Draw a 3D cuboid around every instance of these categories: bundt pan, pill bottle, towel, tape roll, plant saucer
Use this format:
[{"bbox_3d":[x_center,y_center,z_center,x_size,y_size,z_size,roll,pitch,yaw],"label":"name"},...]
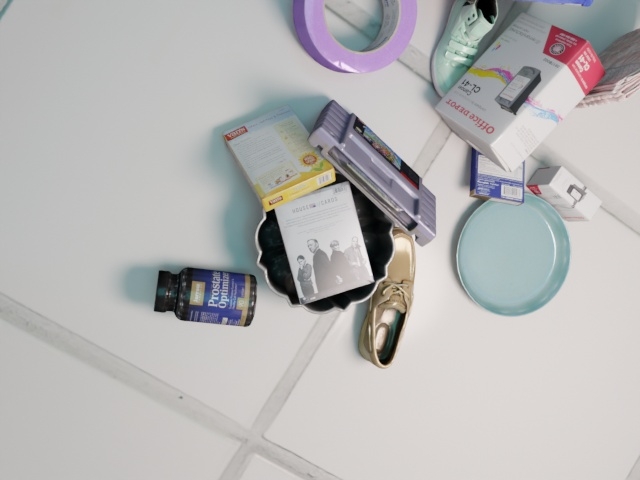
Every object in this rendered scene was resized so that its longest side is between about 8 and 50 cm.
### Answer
[{"bbox_3d":[0.000,0.000,1.607,0.331,0.124,0.330,-1,95,-13],"label":"bundt pan"},{"bbox_3d":[-0.260,0.126,1.558,0.219,0.123,0.122,7,93,-13],"label":"pill bottle"},{"bbox_3d":[0.723,-0.424,1.631,0.317,0.332,0.053,-38,102,-6],"label":"towel"},{"bbox_3d":[0.079,-0.523,1.575,0.275,0.090,0.274,-5,105,-18],"label":"tape roll"},{"bbox_3d":[0.488,0.035,1.761,0.318,0.044,0.317,-1,95,-12],"label":"plant saucer"}]

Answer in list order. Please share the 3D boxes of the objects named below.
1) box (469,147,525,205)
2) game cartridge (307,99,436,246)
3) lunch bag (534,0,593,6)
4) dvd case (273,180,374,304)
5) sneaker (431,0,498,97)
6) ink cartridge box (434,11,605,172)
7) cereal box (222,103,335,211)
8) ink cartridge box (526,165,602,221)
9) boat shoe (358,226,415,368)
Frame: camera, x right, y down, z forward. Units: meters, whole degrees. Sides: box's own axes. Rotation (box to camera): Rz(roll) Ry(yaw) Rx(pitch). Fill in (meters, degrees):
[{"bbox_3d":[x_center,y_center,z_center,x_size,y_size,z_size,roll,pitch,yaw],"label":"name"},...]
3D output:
[{"bbox_3d":[0.443,-0.206,1.716,0.136,0.036,0.225,9,77,-13],"label":"box"},{"bbox_3d":[0.131,-0.163,1.577,0.355,0.230,0.068,42,120,-13],"label":"game cartridge"},{"bbox_3d":[0.428,-0.683,1.525,0.328,0.239,0.385,3,66,-5],"label":"lunch bag"},{"bbox_3d":[0.007,0.004,1.531,0.179,0.029,0.238,-16,97,-11],"label":"dvd case"},{"bbox_3d":[0.342,-0.467,1.633,0.094,0.151,0.255,11,93,-15],"label":"sneaker"},{"bbox_3d":[0.453,-0.344,1.589,0.306,0.226,0.131,-47,135,5],"label":"ink cartridge box"},{"bbox_3d":[-0.096,-0.189,1.533,0.173,0.240,0.047,-25,144,-10],"label":"cereal box"},{"bbox_3d":[0.615,-0.117,1.743,0.150,0.109,0.063,37,82,-13],"label":"ink cartridge box"},{"bbox_3d":[0.176,0.138,1.663,0.122,0.110,0.341,7,93,-13],"label":"boat shoe"}]
